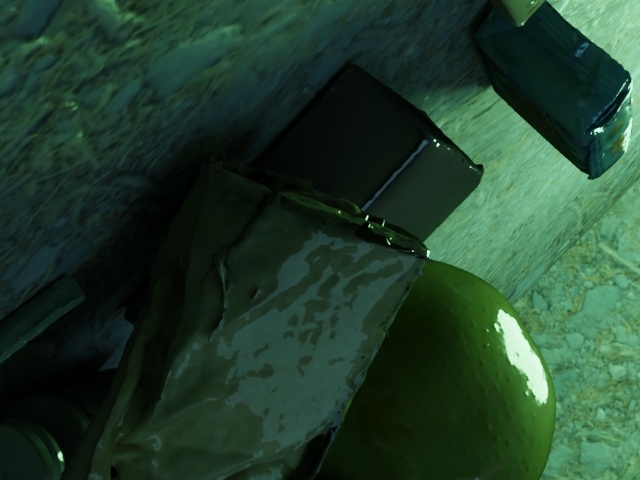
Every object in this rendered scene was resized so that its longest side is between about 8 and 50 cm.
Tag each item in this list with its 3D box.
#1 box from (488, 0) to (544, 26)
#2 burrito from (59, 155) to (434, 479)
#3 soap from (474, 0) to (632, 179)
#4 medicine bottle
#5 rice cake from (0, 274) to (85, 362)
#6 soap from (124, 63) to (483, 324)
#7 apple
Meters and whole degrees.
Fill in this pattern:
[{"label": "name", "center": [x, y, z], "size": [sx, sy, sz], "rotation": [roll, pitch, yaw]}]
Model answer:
[{"label": "box", "center": [0.177, -0.275, 1.144], "size": [0.212, 0.095, 0.168], "rotation": [-47, 169, 8]}, {"label": "burrito", "center": [-0.078, 0.103, 1.204], "size": [0.190, 0.135, 0.332], "rotation": [24, 97, -36]}, {"label": "soap", "center": [0.233, -0.149, 1.537], "size": [0.077, 0.156, 0.293], "rotation": [-47, 165, 2]}, {"label": "medicine bottle", "center": [-0.207, 0.173, 1.306], "size": [0.107, 0.107, 0.191], "rotation": [-50, 166, 21]}, {"label": "rice cake", "center": [-0.223, 0.068, 1.134], "size": [0.121, 0.022, 0.021], "rotation": [-38, 164, -22]}, {"label": "soap", "center": [0.000, 0.000, 1.403], "size": [0.296, 0.107, 0.285], "rotation": [-45, 166, 7]}, {"label": "apple", "center": [0.068, 0.191, 1.671], "size": [0.357, 0.357, 0.357], "rotation": [-41, 166, -13]}]
